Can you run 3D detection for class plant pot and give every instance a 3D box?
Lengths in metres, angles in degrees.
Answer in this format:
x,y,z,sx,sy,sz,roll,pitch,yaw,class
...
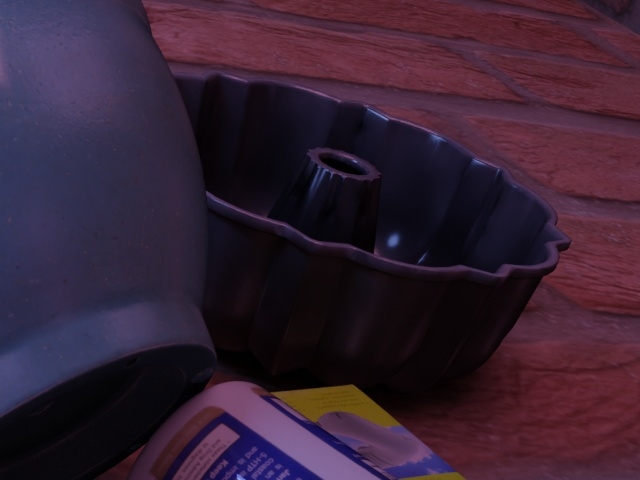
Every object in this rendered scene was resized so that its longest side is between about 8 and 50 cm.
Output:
x,y,z,sx,sy,sz,roll,pitch,yaw,class
-0.171,0.022,0.813,0.293,0.293,0.196,-9,60,-51,plant pot

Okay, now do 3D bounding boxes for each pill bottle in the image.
x,y,z,sx,sy,sz,roll,pitch,yaw,class
0.003,0.157,0.797,0.187,0.112,0.112,31,24,31,pill bottle

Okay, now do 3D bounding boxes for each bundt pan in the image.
x,y,z,sx,sy,sz,roll,pitch,yaw,class
0.000,0.000,1.175,0.331,0.124,0.331,15,21,-6,bundt pan

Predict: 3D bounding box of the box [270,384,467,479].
x,y,z,sx,sy,sz,roll,pitch,yaw,class
0.027,0.145,0.946,0.109,0.042,0.178,-1,27,-41,box
